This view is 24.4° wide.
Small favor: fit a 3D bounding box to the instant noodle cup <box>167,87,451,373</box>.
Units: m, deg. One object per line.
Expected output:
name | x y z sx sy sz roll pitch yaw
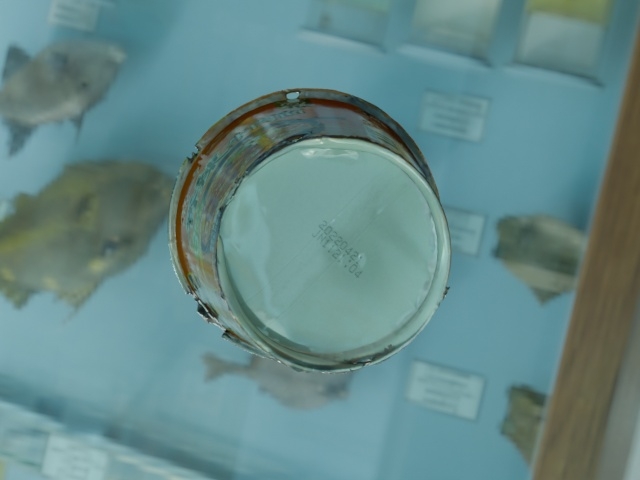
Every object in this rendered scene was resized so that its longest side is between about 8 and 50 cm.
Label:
instant noodle cup | 0.000 0.000 1.142 0.230 0.230 0.182 13 -174 -10
